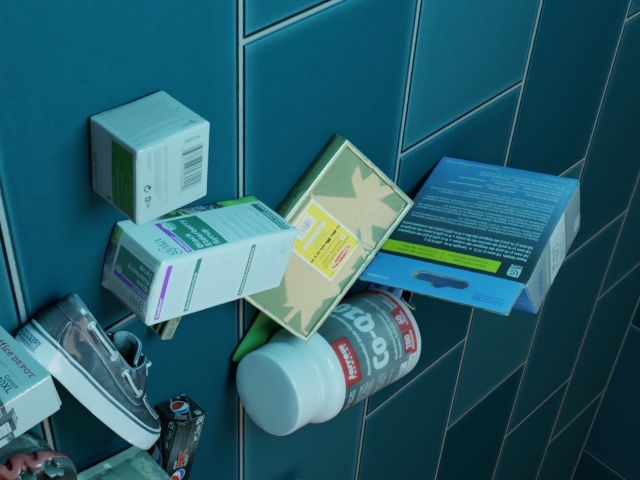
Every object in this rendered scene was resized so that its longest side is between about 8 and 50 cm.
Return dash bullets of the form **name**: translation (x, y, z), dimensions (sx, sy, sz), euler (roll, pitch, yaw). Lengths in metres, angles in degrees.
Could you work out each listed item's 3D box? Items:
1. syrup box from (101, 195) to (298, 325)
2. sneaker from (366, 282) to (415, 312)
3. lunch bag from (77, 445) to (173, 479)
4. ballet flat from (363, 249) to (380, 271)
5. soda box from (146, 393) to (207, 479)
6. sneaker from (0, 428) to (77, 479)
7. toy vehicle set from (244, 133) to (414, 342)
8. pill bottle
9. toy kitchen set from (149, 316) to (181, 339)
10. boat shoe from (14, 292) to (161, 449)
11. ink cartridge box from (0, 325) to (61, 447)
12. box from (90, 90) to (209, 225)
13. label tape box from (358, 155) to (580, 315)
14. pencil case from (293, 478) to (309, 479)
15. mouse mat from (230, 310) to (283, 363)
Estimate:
- **syrup box**: translation (-0.148, 0.020, 1.252), dimensions (0.236, 0.093, 0.096), euler (-13, 131, -48)
- **sneaker**: translation (0.109, 0.128, 1.735), dimensions (0.209, 0.082, 0.069), euler (-59, 151, 11)
- **lunch bag**: translation (-0.295, 0.439, 1.323), dimensions (0.287, 0.235, 0.169), euler (-19, 140, -46)
- **ballet flat**: translation (0.077, 0.022, 1.594), dimensions (0.073, 0.080, 0.232), euler (-46, 151, 18)
- **soda box**: translation (-0.224, 0.314, 1.479), dimensions (0.060, 0.053, 0.169), euler (-16, 132, -46)
- **sneaker**: translation (-0.419, 0.275, 1.102), dimensions (0.276, 0.135, 0.098), euler (-12, 126, -34)
- **toy vehicle set**: translation (0.000, 0.000, 1.433), dimensions (0.166, 0.035, 0.267), euler (41, 85, -35)
- **pill bottle**: translation (0.015, 0.191, 1.572), dimensions (0.283, 0.161, 0.161), euler (-22, 137, -44)
- **toy kitchen set**: translation (-0.205, 0.098, 1.276), dimensions (0.083, 0.068, 0.075), euler (3, 118, -55)
- **boat shoe**: translation (-0.260, 0.163, 1.238), dimensions (0.102, 0.108, 0.301), euler (-45, 141, -13)
- **ink cartridge box**: translation (-0.375, 0.174, 1.071), dimensions (0.150, 0.109, 0.063), euler (-34, 141, -31)
- **box**: translation (-0.187, -0.092, 1.092), dimensions (0.102, 0.087, 0.101), euler (-28, 141, -36)
- **label tape box**: translation (0.241, 0.017, 1.554), dimensions (0.334, 0.240, 0.106), euler (-52, 144, -40)
- **pencil case**: translation (-0.111, 0.542, 1.811), dimensions (0.284, 0.124, 0.124), euler (-23, 137, -41)
- **mouse mat**: translation (-0.057, 0.119, 1.567), dimensions (0.190, 0.007, 0.152), euler (-58, 150, 7)
